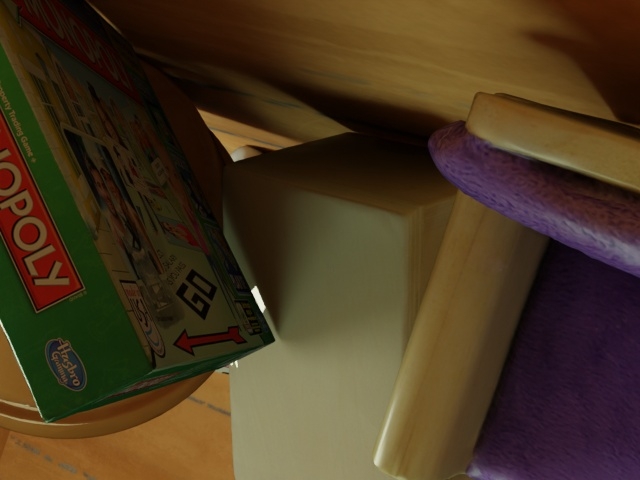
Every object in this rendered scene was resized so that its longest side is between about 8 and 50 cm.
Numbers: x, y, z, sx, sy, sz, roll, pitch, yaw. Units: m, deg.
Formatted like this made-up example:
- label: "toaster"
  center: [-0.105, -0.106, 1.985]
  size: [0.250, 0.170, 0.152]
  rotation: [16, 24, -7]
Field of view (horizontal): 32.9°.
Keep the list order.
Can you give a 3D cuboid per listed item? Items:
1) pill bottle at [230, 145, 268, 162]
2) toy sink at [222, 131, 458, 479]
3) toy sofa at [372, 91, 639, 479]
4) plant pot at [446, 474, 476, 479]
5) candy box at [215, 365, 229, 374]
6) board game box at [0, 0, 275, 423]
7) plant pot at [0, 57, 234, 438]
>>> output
- label: "pill bottle"
  center: [0.000, 0.000, 1.109]
  size: [0.229, 0.131, 0.131]
  rotation: [19, 178, -19]
- label: "toy sink"
  center: [0.038, 0.062, 0.700]
  size: [0.153, 0.234, 0.131]
  rotation: [16, -155, 42]
- label: "toy sofa"
  center: [0.192, 0.078, 0.321]
  size: [0.362, 0.150, 0.177]
  rotation: [24, -165, 31]
- label: "plant pot"
  center: [0.085, 0.097, 0.859]
  size: [0.237, 0.237, 0.110]
  rotation: [17, -145, 38]
- label: "candy box"
  center: [-0.089, 0.053, 1.016]
  size: [0.159, 0.071, 0.233]
  rotation: [13, 151, -7]
- label: "board game box"
  center: [-0.106, -0.032, 0.523]
  size: [0.046, 0.213, 0.317]
  rotation: [-26, 175, 3]
- label: "plant pot"
  center: [-0.182, -0.011, 0.783]
  size: [0.291, 0.291, 0.203]
  rotation: [19, 162, -4]
